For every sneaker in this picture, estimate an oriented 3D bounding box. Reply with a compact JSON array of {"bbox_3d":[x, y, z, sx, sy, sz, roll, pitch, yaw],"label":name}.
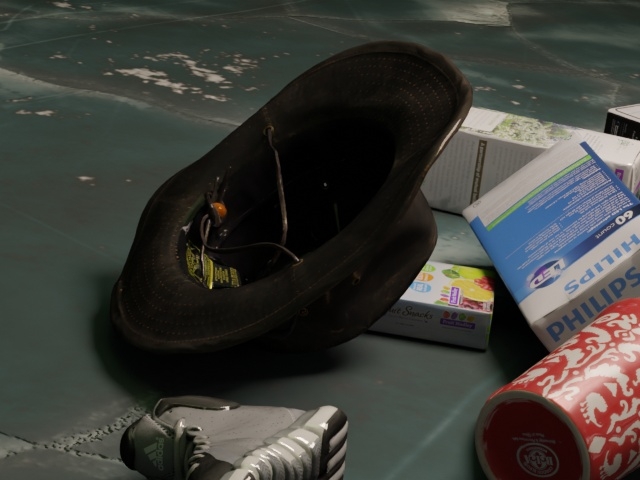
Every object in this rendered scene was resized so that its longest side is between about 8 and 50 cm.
[{"bbox_3d":[-0.076,0.151,0.971,0.132,0.086,0.229,9,10,17],"label":"sneaker"}]

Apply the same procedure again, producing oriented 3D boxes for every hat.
[{"bbox_3d":[0.000,0.000,1.235,0.331,0.134,0.331,-29,30,18],"label":"hat"}]

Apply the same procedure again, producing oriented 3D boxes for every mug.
[{"bbox_3d":[0.183,0.129,1.113,0.169,0.150,0.113,-24,73,-47],"label":"mug"}]

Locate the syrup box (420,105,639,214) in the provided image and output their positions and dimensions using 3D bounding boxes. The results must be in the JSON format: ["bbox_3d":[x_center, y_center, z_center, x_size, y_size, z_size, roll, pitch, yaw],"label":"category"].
[{"bbox_3d":[0.208,-0.071,1.619,0.237,0.096,0.093,14,23,16],"label":"syrup box"}]

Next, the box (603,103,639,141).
[{"bbox_3d":[0.470,-0.072,1.729,0.169,0.087,0.290,-11,28,-40],"label":"box"}]

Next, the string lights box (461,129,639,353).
[{"bbox_3d":[0.219,0.007,1.352,0.133,0.077,0.259,-36,22,7],"label":"string lights box"}]

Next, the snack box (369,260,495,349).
[{"bbox_3d":[0.077,0.047,1.341,0.141,0.037,0.100,9,20,5],"label":"snack box"}]
